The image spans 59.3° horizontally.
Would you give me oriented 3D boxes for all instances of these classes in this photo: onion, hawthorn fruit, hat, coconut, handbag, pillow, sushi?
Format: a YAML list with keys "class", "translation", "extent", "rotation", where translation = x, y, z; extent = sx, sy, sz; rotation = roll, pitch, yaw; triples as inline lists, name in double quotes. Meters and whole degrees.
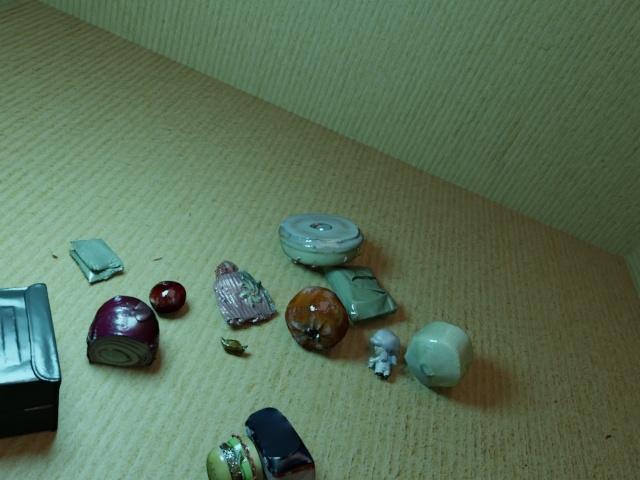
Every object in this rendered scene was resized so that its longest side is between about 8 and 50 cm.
- class: "onion"
  translation: [-0.619, 0.268, 1.787]
  extent: [0.216, 0.206, 0.207]
  rotation: [9, 40, -21]
- class: "hawthorn fruit"
  translation: [-0.004, 0.271, 2.126]
  extent: [0.242, 0.242, 0.272]
  rotation: [22, 34, -4]
- class: "hat"
  translation: [-0.311, 0.188, 2.139]
  extent: [0.237, 0.107, 0.286]
  rotation: [-2, 49, -46]
- class: "coconut"
  translation: [0.449, 0.444, 2.159]
  extent: [0.245, 0.245, 0.247]
  rotation: [41, 41, 20]
- class: "onion"
  translation: [-0.541, 0.199, 1.987]
  extent: [0.131, 0.131, 0.131]
  rotation: [15, 38, -13]
- class: "handbag"
  translation: [0.169, 0.212, 2.380]
  extent: [0.253, 0.109, 0.316]
  rotation: [2, 37, -33]
- class: "pillow"
  translation: [-0.812, 0.062, 2.035]
  extent: [0.181, 0.078, 0.134]
  rotation: [42, 37, 26]
- class: "sushi"
  translation: [-0.307, 0.369, 1.970]
  extent: [0.099, 0.050, 0.047]
  rotation: [24, 42, -12]

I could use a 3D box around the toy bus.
- class: "toy bus"
  translation: [-0.123, 0.611, 1.624]
  extent: [0.127, 0.147, 0.302]
  rotation: [-12, 13, -22]

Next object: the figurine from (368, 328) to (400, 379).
- class: "figurine"
  translation: [0.249, 0.425, 2.177]
  extent: [0.137, 0.112, 0.229]
  rotation: [24, 47, -10]

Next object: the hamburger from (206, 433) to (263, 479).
- class: "hamburger"
  translation: [-0.249, 0.643, 1.587]
  extent: [0.137, 0.175, 0.175]
  rotation: [-16, 53, -29]

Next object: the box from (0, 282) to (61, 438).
- class: "box"
  translation: [-0.849, 0.332, 1.548]
  extent: [0.204, 0.251, 0.345]
  rotation: [-3, 44, -32]

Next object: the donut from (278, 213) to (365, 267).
- class: "donut"
  translation: [0.000, 0.000, 2.447]
  extent: [0.382, 0.142, 0.382]
  rotation: [5, 23, -2]
